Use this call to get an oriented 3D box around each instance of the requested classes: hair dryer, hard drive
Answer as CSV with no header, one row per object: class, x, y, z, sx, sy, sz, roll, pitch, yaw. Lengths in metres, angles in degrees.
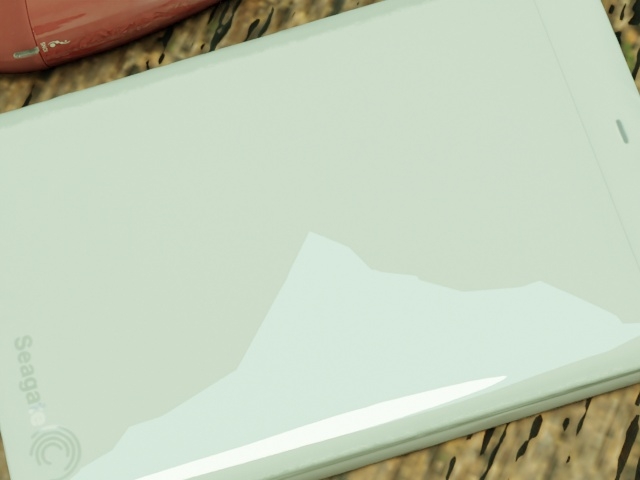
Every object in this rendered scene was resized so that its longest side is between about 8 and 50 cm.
hair dryer,-0.136,-0.185,0.749,0.293,0.080,0.224,21,72,13
hard drive,0.000,0.000,0.685,0.307,0.040,0.203,-16,68,-1
